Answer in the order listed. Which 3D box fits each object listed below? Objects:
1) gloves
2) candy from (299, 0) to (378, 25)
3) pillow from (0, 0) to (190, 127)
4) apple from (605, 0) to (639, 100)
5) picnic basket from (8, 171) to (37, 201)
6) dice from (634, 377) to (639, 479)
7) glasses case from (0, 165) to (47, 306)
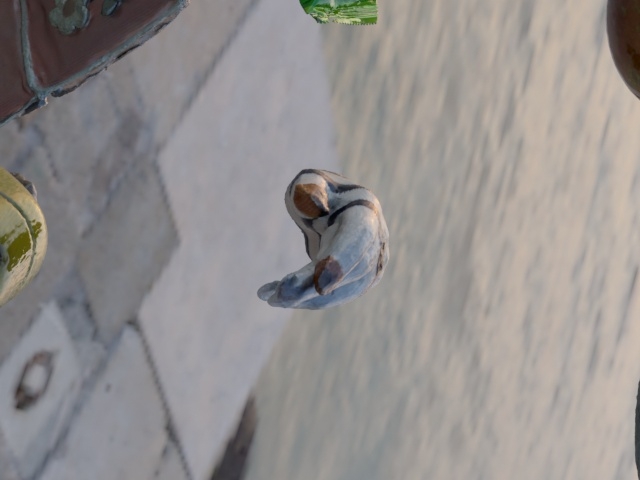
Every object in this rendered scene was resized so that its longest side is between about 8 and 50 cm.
[{"bbox_3d":[0.013,0.006,1.584,0.218,0.131,0.140,-112,-143,-68],"label":"gloves"},{"bbox_3d":[0.001,-0.261,1.282,0.102,0.032,0.178,-14,90,-51],"label":"candy"},{"bbox_3d":[-0.176,-0.137,0.965,0.043,0.232,0.126,30,38,-52],"label":"pillow"},{"bbox_3d":[0.400,-0.227,1.551,0.237,0.237,0.207,59,17,-63],"label":"apple"},{"bbox_3d":[-0.408,-0.003,1.832,0.193,0.055,0.110,-28,129,-33],"label":"picnic basket"},{"bbox_3d":[0.656,0.274,2.167,0.348,0.328,0.330,-4,106,-22],"label":"dice"},{"bbox_3d":[-0.431,-0.055,1.479,0.173,0.371,0.141,-59,176,31],"label":"glasses case"}]
